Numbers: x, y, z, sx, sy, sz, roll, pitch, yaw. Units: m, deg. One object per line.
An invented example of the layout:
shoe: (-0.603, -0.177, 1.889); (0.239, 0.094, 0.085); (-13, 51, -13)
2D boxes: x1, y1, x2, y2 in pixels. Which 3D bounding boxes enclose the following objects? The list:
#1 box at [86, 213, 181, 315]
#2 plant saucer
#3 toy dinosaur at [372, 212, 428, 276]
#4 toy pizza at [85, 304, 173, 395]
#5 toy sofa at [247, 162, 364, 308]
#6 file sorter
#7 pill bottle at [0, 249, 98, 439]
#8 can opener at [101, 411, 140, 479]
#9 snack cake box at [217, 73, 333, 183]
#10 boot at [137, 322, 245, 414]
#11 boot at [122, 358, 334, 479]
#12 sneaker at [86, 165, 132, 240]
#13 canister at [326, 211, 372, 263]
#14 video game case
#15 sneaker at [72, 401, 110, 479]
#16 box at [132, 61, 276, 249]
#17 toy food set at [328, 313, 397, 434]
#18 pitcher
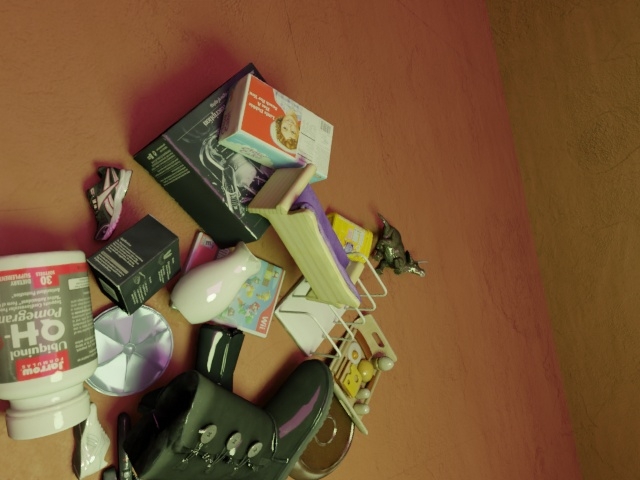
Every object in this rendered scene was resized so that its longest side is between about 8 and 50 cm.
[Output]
box: (-0.391, 0.054, 0.899); (0.093, 0.156, 0.158); (37, 56, 9)
plant saucer: (0.003, 0.567, 1.258); (0.311, 0.050, 0.310); (4, 83, -39)
toy dinosaur: (0.256, 0.029, 1.510); (0.313, 0.121, 0.160); (57, 42, -14)
toy pizza: (-0.433, 0.243, 0.935); (0.202, 0.032, 0.201); (7, 79, -40)
toy sofa: (0.000, 0.000, 1.019); (0.150, 0.177, 0.362); (-58, 136, -33)
file sorter: (0.039, 0.188, 1.249); (0.277, 0.173, 0.192); (-47, 114, -33)
pill bottle: (-0.518, 0.183, 0.774); (0.177, 0.176, 0.317); (-7, 89, -41)
can opener: (-0.424, 0.469, 0.898); (0.073, 0.059, 0.185); (7, 81, -39)
snack cake box: (-0.097, -0.253, 0.995); (0.265, 0.089, 0.152); (21, 69, -39)
boot: (-0.299, 0.302, 0.997); (0.247, 0.094, 0.206); (15, 79, -45)
boot: (-0.174, 0.392, 0.987); (0.445, 0.146, 0.366); (46, 63, -42)
sneaker: (-0.479, -0.083, 0.921); (0.077, 0.072, 0.178); (16, 66, -26)
canister: (0.083, -0.007, 1.374); (0.170, 0.073, 0.126); (27, 68, -34)
video game case: (-0.236, 0.125, 1.120); (0.285, 0.025, 0.203); (29, 67, -35)
sneaker: (-0.477, 0.411, 0.871); (0.061, 0.054, 0.152); (4, 89, -49)
box: (-0.214, -0.210, 1.062); (0.312, 0.179, 0.343); (51, 52, -25)
toy food set: (0.146, 0.418, 1.333); (0.219, 0.093, 0.306); (60, 39, -19)
pitcher: (-0.248, 0.109, 1.019); (0.207, 0.177, 0.125); (-39, 78, -16)
